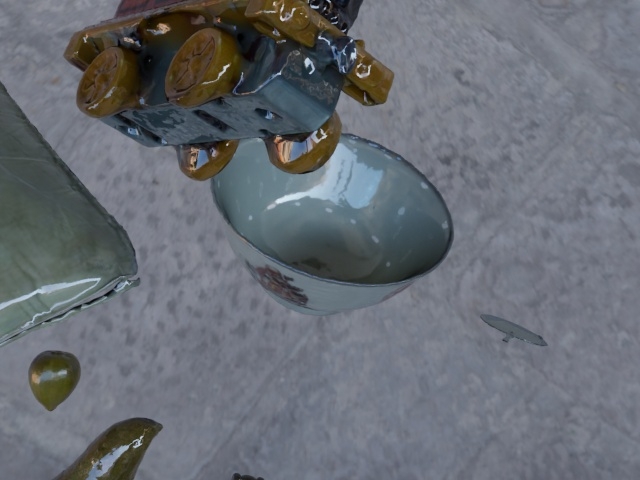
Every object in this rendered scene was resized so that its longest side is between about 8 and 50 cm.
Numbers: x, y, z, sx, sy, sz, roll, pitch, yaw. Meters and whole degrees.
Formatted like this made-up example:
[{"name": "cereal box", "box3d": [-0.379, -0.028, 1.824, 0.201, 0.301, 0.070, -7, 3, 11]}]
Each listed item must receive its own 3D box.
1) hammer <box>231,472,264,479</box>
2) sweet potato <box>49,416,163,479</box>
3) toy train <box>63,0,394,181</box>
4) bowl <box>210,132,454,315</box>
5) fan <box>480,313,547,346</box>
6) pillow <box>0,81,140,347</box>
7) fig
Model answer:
[{"name": "hammer", "box3d": [-0.095, 0.414, 1.735, 0.058, 0.292, 0.029, 12, 80, -13]}, {"name": "sweet potato", "box3d": [-0.167, 0.166, 0.466, 0.249, 0.059, 0.069, -49, 139, 7]}, {"name": "toy train", "box3d": [-0.098, -0.190, 1.001, 0.163, 0.369, 0.231, 29, 71, -40]}, {"name": "bowl", "box3d": [0.000, 0.000, 1.439, 0.337, 0.337, 0.157, 14, 127, -6]}, {"name": "fan", "box3d": [0.295, 0.142, 1.613, 0.113, 0.175, 0.005, 24, 100, 14]}, {"name": "pillow", "box3d": [-0.210, -0.033, 0.387, 0.185, 0.302, 0.074, -30, 140, -16]}, {"name": "fig", "box3d": [-0.379, 0.198, 1.488, 0.074, 0.074, 0.087, 11, 101, -5]}]
